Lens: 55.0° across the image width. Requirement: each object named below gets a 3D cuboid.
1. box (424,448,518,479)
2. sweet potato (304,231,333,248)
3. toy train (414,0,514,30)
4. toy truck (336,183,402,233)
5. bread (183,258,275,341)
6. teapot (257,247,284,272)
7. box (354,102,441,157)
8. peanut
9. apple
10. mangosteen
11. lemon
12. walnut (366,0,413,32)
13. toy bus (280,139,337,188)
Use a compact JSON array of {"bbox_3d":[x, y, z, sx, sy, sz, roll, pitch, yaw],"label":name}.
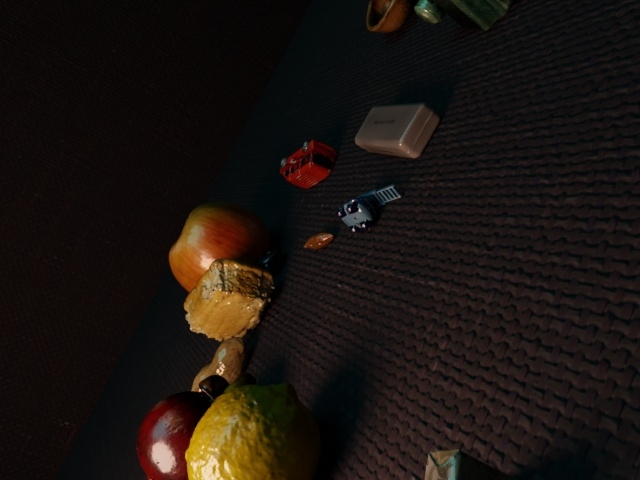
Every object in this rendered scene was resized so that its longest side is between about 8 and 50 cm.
[{"bbox_3d":[0.146,0.245,0.592,0.045,0.098,0.062,-26,41,48],"label":"box"},{"bbox_3d":[0.000,0.000,1.342,0.095,0.034,0.034,-18,45,45],"label":"sweet potato"},{"bbox_3d":[0.312,-0.551,1.185,0.299,0.167,0.238,-59,31,9],"label":"toy train"},{"bbox_3d":[0.093,-0.063,1.179,0.074,0.063,0.136,-49,17,-27],"label":"toy truck"},{"bbox_3d":[-0.221,0.144,1.463,0.245,0.174,0.121,-49,27,46],"label":"bread"},{"bbox_3d":[-0.119,0.052,1.531,0.067,0.045,0.100,-25,15,20],"label":"teapot"},{"bbox_3d":[0.151,-0.227,1.256,0.103,0.055,0.243,-60,20,0],"label":"box"},{"bbox_3d":[-0.229,0.303,1.403,0.193,0.089,0.089,-52,22,9],"label":"peanut"},{"bbox_3d":[-0.266,0.025,1.633,0.286,0.233,0.286,-52,20,28],"label":"apple"},{"bbox_3d":[-0.208,0.354,1.136,0.257,0.215,0.215,-44,16,-18],"label":"mangosteen"},{"bbox_3d":[-0.101,0.322,0.929,0.231,0.192,0.192,-57,20,-8],"label":"lemon"},{"bbox_3d":[0.194,-0.617,1.620,0.167,0.087,0.211,-53,26,37],"label":"walnut"},{"bbox_3d":[-0.039,-0.189,1.616,0.195,0.081,0.089,-25,50,56],"label":"toy bus"}]
